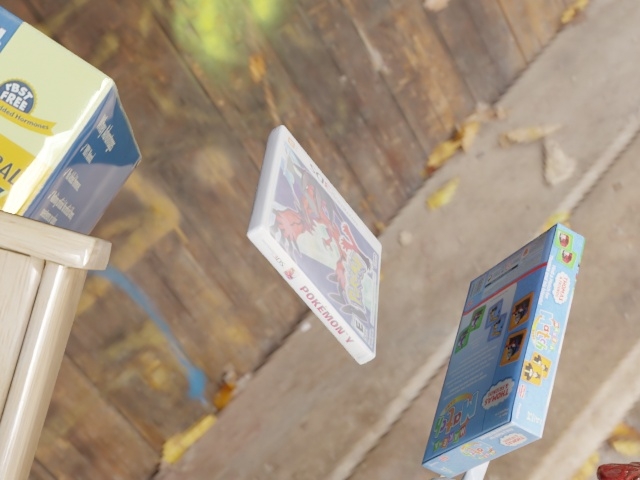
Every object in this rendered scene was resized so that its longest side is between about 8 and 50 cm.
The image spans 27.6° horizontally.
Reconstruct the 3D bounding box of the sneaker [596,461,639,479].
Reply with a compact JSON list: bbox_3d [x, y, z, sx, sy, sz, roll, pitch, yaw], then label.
[{"bbox_3d":[0.296,0.265,1.161,0.087,0.221,0.128,1,83,27],"label":"sneaker"}]

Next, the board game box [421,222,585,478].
[{"bbox_3d":[0.171,0.105,1.223,0.160,0.039,0.211,-41,24,56],"label":"board game box"}]

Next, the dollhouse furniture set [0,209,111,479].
[{"bbox_3d":[-0.165,0.056,0.289,0.303,0.355,0.173,15,87,0],"label":"dollhouse furniture set"}]

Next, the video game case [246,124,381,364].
[{"bbox_3d":[0.000,0.000,1.304,0.023,0.183,0.201,-30,26,22],"label":"video game case"}]

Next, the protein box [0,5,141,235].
[{"bbox_3d":[-0.199,-0.009,0.610,0.201,0.136,0.200,-57,1,-7],"label":"protein box"}]

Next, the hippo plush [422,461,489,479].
[{"bbox_3d":[0.130,0.405,1.438,0.294,0.234,0.236,-31,75,-33],"label":"hippo plush"}]
